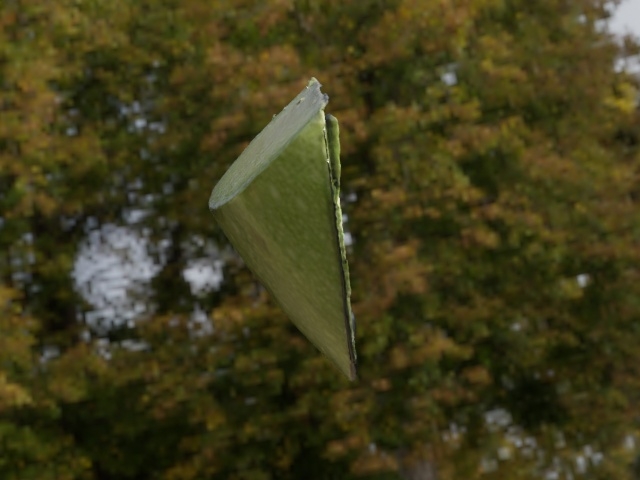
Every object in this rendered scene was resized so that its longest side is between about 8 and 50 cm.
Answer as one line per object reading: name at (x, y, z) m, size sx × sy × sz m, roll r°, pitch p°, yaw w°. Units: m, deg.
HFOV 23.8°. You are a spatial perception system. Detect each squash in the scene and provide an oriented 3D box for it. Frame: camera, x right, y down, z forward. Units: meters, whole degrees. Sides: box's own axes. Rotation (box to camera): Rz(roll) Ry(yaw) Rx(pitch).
squash at (-0.024, 0.000, 0.951) m, size 0.085 × 0.184 × 0.192 m, roll -6°, pitch 11°, yaw 1°
